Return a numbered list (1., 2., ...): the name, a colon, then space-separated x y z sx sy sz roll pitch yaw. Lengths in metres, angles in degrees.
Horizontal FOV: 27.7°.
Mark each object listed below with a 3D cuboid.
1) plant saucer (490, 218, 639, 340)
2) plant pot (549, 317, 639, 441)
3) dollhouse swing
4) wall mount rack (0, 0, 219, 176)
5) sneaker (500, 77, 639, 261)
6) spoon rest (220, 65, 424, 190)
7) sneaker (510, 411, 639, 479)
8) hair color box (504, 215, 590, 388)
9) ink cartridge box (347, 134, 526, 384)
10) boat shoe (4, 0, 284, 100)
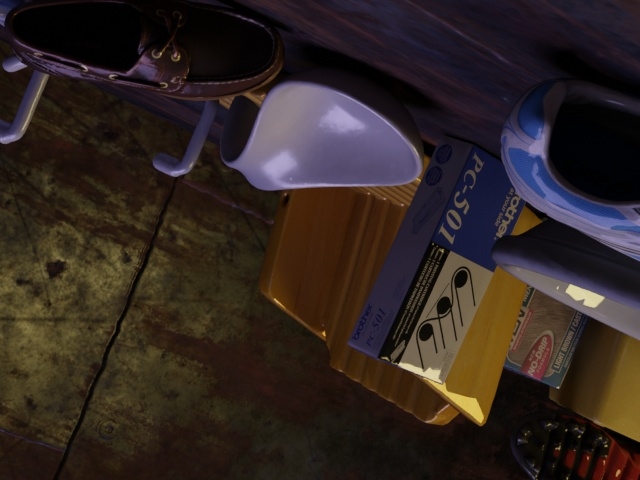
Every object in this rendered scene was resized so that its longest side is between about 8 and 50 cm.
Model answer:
1. plant saucer: 0.325 0.053 0.946 0.400 0.100 0.400 25 178 1
2. plant pot: 0.384 0.138 1.497 0.212 0.187 0.212 24 178 -11
3. dollhouse swing: 0.000 0.000 1.393 0.305 0.315 0.347 12 -174 -33
4. wall mount rack: -0.268 -0.173 1.189 0.304 0.130 0.350 36 -164 35
5. sneaker: 0.207 -0.018 0.676 0.237 0.085 0.086 21 171 5
6. spoon rest: -0.012 -0.087 1.101 0.137 0.084 0.276 37 165 -23
7. sneaker: 0.328 0.271 1.537 0.276 0.097 0.135 23 177 -19
8. hair color box: 0.224 0.060 1.587 0.105 0.174 0.347 24 179 -10
9. ink cartridge box: 0.110 0.019 1.174 0.097 0.207 0.046 25 179 -42
10. boat shoe: -0.130 -0.146 0.967 0.207 0.073 0.073 1 175 -1
